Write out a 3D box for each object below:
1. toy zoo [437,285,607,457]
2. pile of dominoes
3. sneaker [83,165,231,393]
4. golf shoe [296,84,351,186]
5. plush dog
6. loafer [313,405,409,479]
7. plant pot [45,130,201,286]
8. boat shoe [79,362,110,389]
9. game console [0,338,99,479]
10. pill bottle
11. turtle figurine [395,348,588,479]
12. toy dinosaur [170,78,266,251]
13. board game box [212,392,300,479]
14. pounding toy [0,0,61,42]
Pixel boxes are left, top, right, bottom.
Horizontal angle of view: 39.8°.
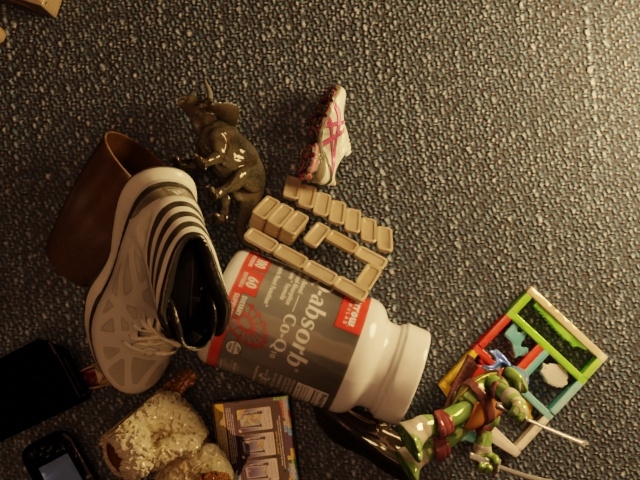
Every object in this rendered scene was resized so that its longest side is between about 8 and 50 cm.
[{"bbox_3d":[0.351,0.253,1.602,0.192,0.030,0.293,44,89,1],"label":"toy zoo"},{"bbox_3d":[0.000,0.000,1.554,0.251,0.040,0.196,29,46,10],"label":"pile of dominoes"},{"bbox_3d":[-0.267,0.131,1.403,0.169,0.257,0.447,0,126,-25],"label":"sneaker"},{"bbox_3d":[0.018,-0.189,1.608,0.086,0.067,0.186,16,88,-26],"label":"golf shoe"},{"bbox_3d":[-0.238,0.369,1.520,0.210,0.262,0.225,-40,91,-22],"label":"plush dog"},{"bbox_3d":[0.087,0.345,1.589,0.220,0.080,0.078,35,56,2],"label":"loafer"},{"bbox_3d":[-0.365,-0.034,1.543,0.215,0.215,0.230,45,100,1],"label":"plant pot"},{"bbox_3d":[-0.397,0.245,1.601,0.135,0.045,0.050,-22,89,0],"label":"boat shoe"},{"bbox_3d":[-0.477,0.364,1.580,0.213,0.044,0.361,-27,93,15],"label":"game console"},{"bbox_3d":[-0.010,0.170,1.519,0.363,0.210,0.210,21,89,1],"label":"pill bottle"},{"bbox_3d":[0.276,0.334,1.472,0.266,0.198,0.274,-22,84,-16],"label":"turtle figurine"},{"bbox_3d":[-0.158,-0.129,1.570,0.160,0.121,0.313,-40,104,-33],"label":"toy dinosaur"},{"bbox_3d":[-0.115,0.367,1.595,0.141,0.048,0.170,-6,89,2],"label":"board game box"},{"bbox_3d":[-0.570,-0.463,1.597,0.181,0.094,0.206,18,88,1],"label":"pounding toy"}]
